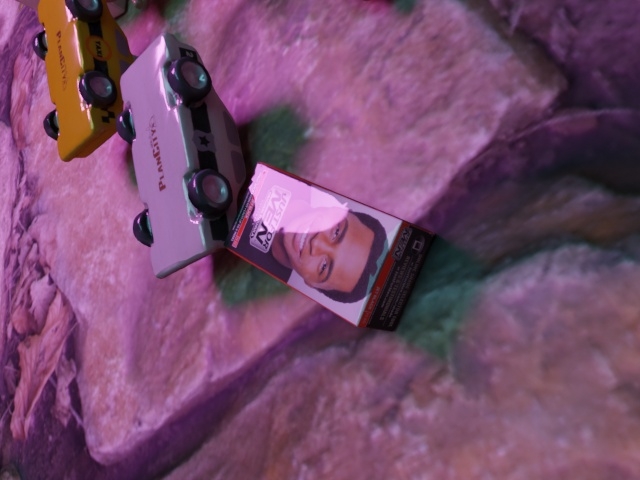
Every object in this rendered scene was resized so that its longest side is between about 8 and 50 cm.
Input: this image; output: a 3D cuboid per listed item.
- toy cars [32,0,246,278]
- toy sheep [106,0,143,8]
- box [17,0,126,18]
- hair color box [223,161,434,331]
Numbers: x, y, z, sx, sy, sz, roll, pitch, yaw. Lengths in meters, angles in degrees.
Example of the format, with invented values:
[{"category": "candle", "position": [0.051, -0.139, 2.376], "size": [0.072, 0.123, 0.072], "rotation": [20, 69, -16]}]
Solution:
[{"category": "toy cars", "position": [-0.169, -0.123, 0.556], "size": [0.394, 0.087, 0.176], "rotation": [41, 118, 35]}, {"category": "toy sheep", "position": [-0.192, -0.304, 0.620], "size": [0.132, 0.091, 0.091], "rotation": [-38, 56, 9]}, {"category": "box", "position": [-0.292, -0.408, 0.713], "size": [0.094, 0.113, 0.274], "rotation": [-8, 75, 38]}, {"category": "hair color box", "position": [0.000, 0.000, 0.403], "size": [0.141, 0.043, 0.071], "rotation": [25, 95, 41]}]
